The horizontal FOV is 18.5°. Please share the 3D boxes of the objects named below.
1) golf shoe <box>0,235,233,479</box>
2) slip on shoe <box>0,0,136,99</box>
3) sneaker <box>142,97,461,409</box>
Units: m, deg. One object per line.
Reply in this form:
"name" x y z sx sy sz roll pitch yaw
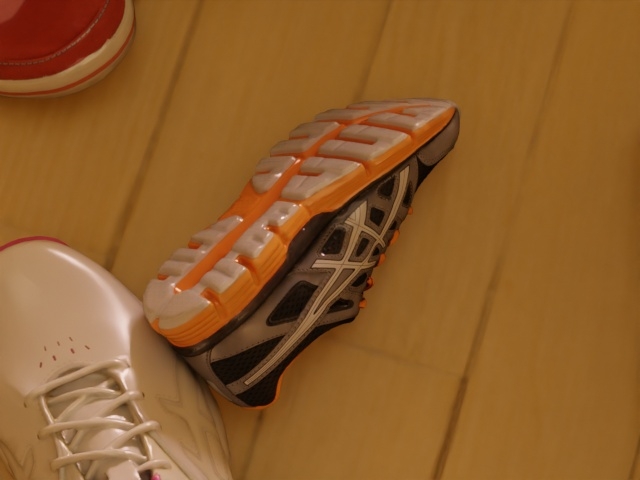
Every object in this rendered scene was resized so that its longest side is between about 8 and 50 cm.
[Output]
"golf shoe" -0.085 0.125 0.950 0.115 0.140 0.306 -26 77 -10
"slip on shoe" -0.243 -0.189 1.039 0.331 0.101 0.123 37 73 4
"sneaker" 0.000 0.000 1.027 0.215 0.084 0.083 -42 119 -25
